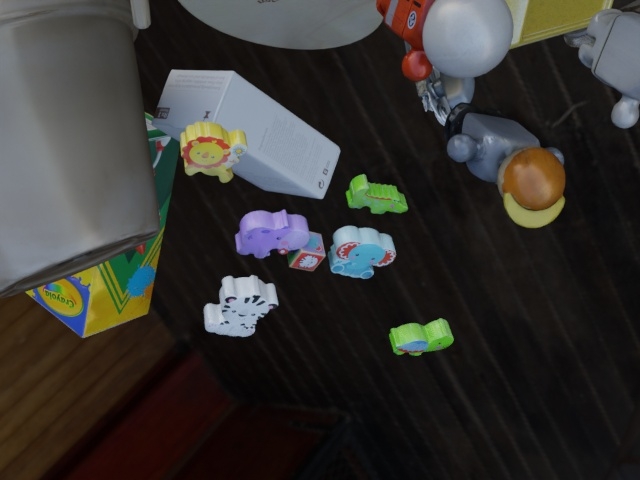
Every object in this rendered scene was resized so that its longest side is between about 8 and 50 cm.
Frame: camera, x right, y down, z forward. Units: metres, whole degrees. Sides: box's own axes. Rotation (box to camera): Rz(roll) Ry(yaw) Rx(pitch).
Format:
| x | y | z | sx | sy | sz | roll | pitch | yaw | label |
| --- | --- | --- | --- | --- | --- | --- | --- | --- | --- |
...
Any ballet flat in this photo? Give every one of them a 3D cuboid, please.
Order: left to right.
| x | y | z | sx | sy | sz | roll | pitch | yaw | label |
| --- | --- | --- | --- | --- | --- | --- | --- | --- | --- |
| 0.614 | -0.431 | 1.807 | 0.249 | 0.084 | 0.058 | -11 | 131 | 27 | ballet flat |

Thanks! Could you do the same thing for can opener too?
| x | y | z | sx | sy | sz | roll | pitch | yaw | label |
| --- | --- | --- | --- | --- | --- | --- | --- | --- | --- |
| 0.176 | -0.297 | 1.386 | 0.093 | 0.280 | 0.074 | -24 | 148 | 23 | can opener |

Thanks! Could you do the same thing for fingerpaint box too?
| x | y | z | sx | sy | sz | roll | pitch | yaw | label |
| --- | --- | --- | --- | --- | --- | --- | --- | --- | --- |
| -0.484 | -0.103 | 1.623 | 0.444 | 0.163 | 0.371 | 32 | 120 | 28 | fingerpaint box |

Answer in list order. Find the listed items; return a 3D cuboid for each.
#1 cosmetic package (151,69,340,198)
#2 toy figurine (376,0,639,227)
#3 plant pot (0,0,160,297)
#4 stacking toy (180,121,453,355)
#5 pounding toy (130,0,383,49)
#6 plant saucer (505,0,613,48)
| x | y | z | sx | sy | sz | roll | pitch | yaw | label |
| --- | --- | --- | --- | --- | --- | --- | --- | --- | --- |
| -0.091 | -0.135 | 1.168 | 0.117 | 0.086 | 0.231 | 10 | 166 | 38 | cosmetic package |
| 0.167 | -0.141 | 0.640 | 0.210 | 0.213 | 0.148 | 60 | 180 | -33 | toy figurine |
| -0.309 | -0.102 | 0.946 | 0.323 | 0.323 | 0.281 | -25 | 87 | 52 | plant pot |
| 0.000 | 0.000 | 0.707 | 0.221 | 0.167 | 0.052 | 11 | 137 | -29 | stacking toy |
| -0.055 | -0.254 | 0.766 | 0.236 | 0.110 | 0.183 | 7 | 166 | 3 | pounding toy |
| 0.429 | -0.486 | 1.584 | 0.081 | 0.332 | 0.333 | 46 | 144 | 38 | plant saucer |
